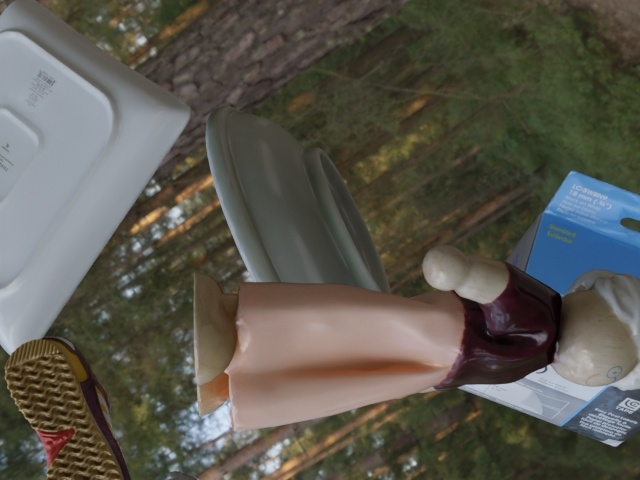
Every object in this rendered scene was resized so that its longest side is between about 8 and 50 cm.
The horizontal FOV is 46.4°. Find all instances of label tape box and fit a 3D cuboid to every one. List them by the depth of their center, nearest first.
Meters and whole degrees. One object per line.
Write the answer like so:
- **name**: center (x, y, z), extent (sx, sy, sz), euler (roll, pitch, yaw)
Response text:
- **label tape box**: center (0.325, 0.099, 0.886), extent (0.241, 0.105, 0.333), euler (20, 141, 1)

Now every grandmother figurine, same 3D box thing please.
- **grandmother figurine**: center (0.086, 0.073, 0.525), extent (0.208, 0.343, 0.104), euler (109, 158, -68)

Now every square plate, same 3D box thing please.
- **square plate**: center (-0.364, -0.094, 0.880), extent (0.347, 0.344, 0.049), euler (36, -177, 27)

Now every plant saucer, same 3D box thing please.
- **plant saucer**: center (0.000, 0.000, 0.922), extent (0.400, 0.101, 0.400), euler (61, -169, -20)

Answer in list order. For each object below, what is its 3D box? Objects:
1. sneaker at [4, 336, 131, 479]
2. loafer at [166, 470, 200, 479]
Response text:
- **sneaker**: center (-0.194, 0.166, 0.618), extent (0.084, 0.070, 0.185), euler (59, -169, -85)
- **loafer**: center (-0.249, 0.518, 1.394), extent (0.112, 0.112, 0.319), euler (23, 150, 2)
